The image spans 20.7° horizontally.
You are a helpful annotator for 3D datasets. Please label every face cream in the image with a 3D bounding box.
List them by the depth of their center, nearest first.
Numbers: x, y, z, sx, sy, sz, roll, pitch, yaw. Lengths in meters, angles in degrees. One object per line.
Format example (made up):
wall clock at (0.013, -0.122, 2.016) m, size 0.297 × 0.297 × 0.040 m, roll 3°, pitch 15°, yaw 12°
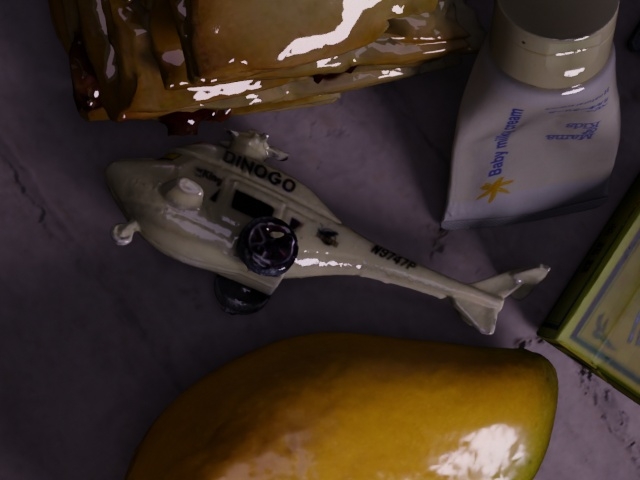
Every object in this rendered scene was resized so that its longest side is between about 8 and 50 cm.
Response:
face cream at (0.135, -0.074, 1.069) m, size 0.114 × 0.224 × 0.070 m, roll -9°, pitch 55°, yaw -6°

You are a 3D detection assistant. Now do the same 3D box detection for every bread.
bread at (0.007, -0.230, 1.032) m, size 0.370 × 0.191 × 0.314 m, roll -12°, pitch 102°, yaw -5°

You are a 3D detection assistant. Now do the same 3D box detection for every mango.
mango at (0.010, 0.144, 1.104) m, size 0.316 × 0.119 × 0.177 m, roll -15°, pitch 91°, yaw -14°

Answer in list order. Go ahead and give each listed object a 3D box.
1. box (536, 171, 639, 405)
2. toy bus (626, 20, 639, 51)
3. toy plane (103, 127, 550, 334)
box at (0.270, 0.065, 1.151) m, size 0.220 × 0.064 × 0.141 m, roll 35°, pitch 87°, yaw -5°
toy bus at (0.330, -0.107, 1.116) m, size 0.234 × 0.133 × 0.116 m, roll 32°, pitch 88°, yaw -6°
toy plane at (0.000, 0.000, 1.115) m, size 0.286 × 0.092 × 0.108 m, roll 21°, pitch 64°, yaw -5°
